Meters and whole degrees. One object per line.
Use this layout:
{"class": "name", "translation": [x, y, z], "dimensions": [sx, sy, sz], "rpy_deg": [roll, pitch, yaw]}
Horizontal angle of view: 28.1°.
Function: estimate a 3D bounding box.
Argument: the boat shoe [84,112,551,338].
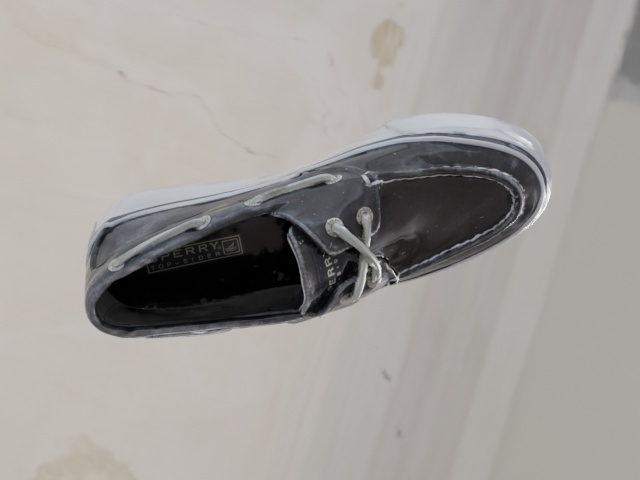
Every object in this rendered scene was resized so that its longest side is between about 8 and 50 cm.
{"class": "boat shoe", "translation": [0.000, 0.000, 0.792], "dimensions": [0.301, 0.102, 0.108], "rpy_deg": [-9, -63, 1]}
